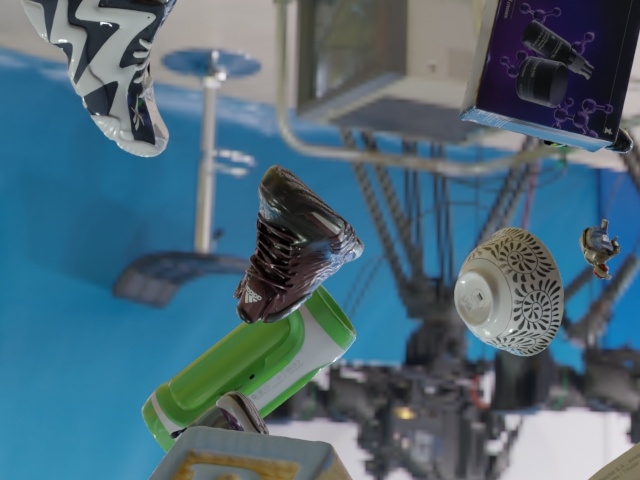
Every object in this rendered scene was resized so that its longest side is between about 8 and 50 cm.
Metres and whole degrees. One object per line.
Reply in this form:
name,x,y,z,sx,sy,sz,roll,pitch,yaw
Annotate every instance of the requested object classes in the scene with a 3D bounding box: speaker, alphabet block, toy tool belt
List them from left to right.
speaker,-0.097,0.180,1.883,0.296,0.131,0.131,-38,162,5
alphabet block,-0.063,0.312,1.283,0.193,0.192,0.197,2,133,41
toy tool belt,0.392,0.010,1.916,0.052,0.083,0.051,22,121,-22

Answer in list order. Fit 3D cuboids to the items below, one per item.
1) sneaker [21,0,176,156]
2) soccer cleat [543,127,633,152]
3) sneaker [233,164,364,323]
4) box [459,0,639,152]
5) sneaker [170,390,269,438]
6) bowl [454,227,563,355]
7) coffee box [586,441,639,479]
sneaker,-0.187,-0.206,1.439,0.153,0.235,0.094,-25,-158,15
soccer cleat,0.348,-0.152,1.891,0.179,0.072,0.060,26,165,-17
sneaker,-0.043,0.024,1.549,0.106,0.162,0.281,42,179,20
box,0.297,-0.261,1.717,0.184,0.261,0.103,13,175,-7
sneaker,-0.070,0.276,1.472,0.098,0.224,0.083,-33,164,3
bowl,0.227,0.070,1.782,0.080,0.170,0.170,-6,176,-36
coffee box,0.342,0.395,1.110,0.337,0.338,0.334,-34,120,1
